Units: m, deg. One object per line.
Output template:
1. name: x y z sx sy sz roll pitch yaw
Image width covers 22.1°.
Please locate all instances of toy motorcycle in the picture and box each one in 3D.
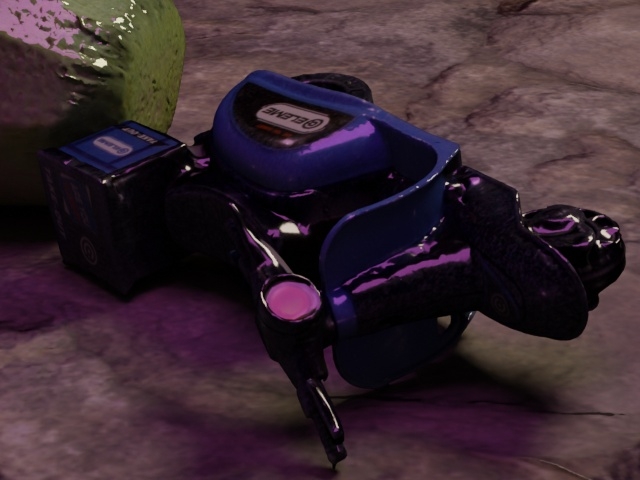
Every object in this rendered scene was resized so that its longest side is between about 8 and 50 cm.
1. toy motorcycle: 0.000 0.000 0.955 0.213 0.125 0.358 -27 31 -30

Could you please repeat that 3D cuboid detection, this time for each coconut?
1. coconut: -0.218 -0.126 1.146 0.236 0.235 0.204 3 -10 11
